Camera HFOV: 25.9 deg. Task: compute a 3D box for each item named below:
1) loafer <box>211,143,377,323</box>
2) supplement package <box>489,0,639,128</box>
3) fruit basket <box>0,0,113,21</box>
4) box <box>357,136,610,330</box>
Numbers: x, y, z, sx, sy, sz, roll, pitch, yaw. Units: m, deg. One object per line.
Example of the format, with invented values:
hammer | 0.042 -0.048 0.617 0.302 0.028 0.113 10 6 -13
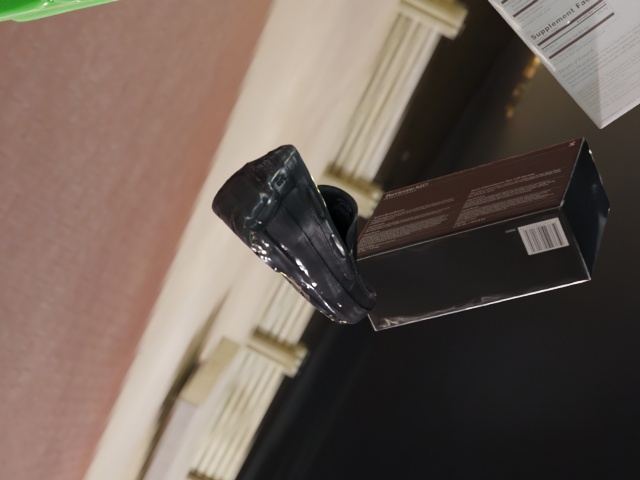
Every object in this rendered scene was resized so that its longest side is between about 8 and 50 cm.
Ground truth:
loafer | 0.000 0.000 1.025 0.078 0.076 0.223 -44 148 0
supplement package | 0.283 -0.271 1.517 0.134 0.244 0.139 -35 -159 27
fruit basket | -0.278 -0.408 1.372 0.392 0.283 0.392 25 61 -60
box | 0.181 -0.008 1.584 0.261 0.103 0.184 -15 -156 26
